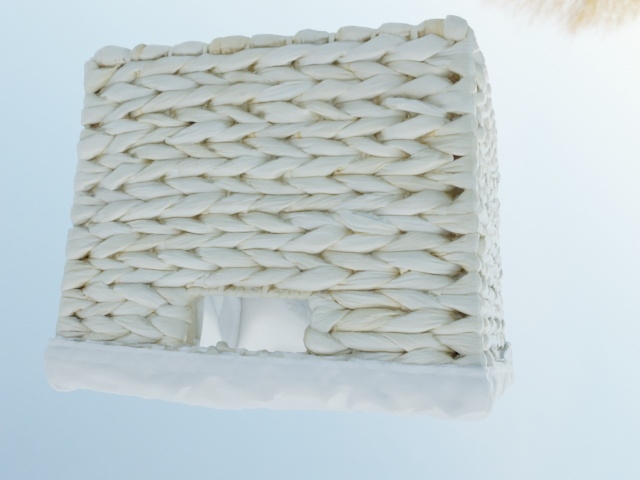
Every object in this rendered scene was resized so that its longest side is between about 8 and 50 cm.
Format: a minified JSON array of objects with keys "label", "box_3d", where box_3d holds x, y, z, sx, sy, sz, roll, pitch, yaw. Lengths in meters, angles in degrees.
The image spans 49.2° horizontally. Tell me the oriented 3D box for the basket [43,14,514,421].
[{"label":"basket","box_3d":[0.000,0.000,0.620,0.331,0.328,0.266,23,-112,-71]}]
